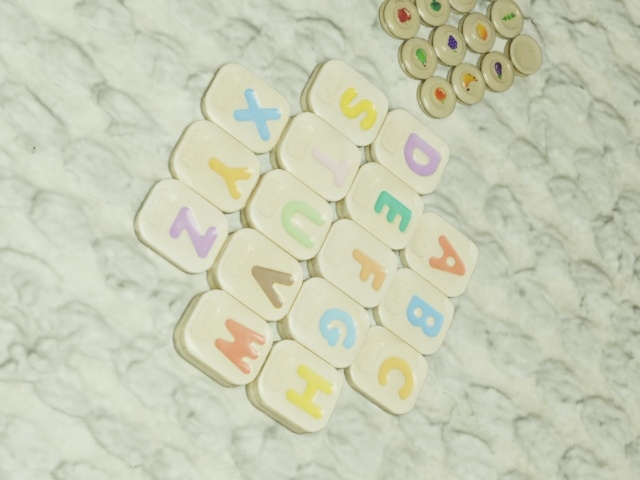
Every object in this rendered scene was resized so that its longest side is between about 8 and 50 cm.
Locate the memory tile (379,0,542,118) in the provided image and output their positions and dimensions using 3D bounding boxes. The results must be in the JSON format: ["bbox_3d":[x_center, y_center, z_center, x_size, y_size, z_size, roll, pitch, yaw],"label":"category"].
[{"bbox_3d":[0.124,-0.174,1.280,0.148,0.012,0.113,-28,96,-34],"label":"memory tile"}]

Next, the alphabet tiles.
[{"bbox_3d":[0.000,0.000,1.161,0.278,0.021,0.284,37,63,-22],"label":"alphabet tiles"}]
